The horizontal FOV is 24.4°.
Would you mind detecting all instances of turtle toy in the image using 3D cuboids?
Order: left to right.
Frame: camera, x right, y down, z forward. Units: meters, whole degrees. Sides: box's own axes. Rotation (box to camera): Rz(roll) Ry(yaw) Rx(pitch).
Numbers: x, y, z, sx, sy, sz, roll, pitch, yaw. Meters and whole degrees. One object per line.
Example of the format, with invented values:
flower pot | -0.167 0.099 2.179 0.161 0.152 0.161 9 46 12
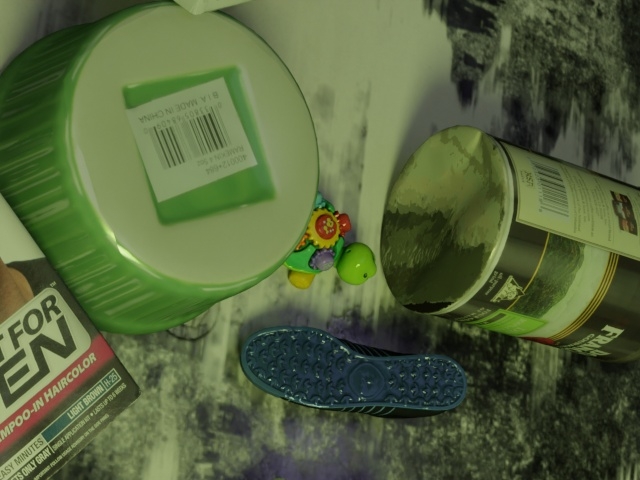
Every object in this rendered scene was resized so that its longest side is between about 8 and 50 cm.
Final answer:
turtle toy | 0.000 0.000 1.502 0.130 0.066 0.095 38 60 -23

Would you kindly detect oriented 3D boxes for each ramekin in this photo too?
ramekin | -0.147 -0.072 1.359 0.303 0.148 0.303 9 75 -34

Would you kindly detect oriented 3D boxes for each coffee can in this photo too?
coffee can | 0.232 0.008 1.585 0.275 0.201 0.201 16 71 -32

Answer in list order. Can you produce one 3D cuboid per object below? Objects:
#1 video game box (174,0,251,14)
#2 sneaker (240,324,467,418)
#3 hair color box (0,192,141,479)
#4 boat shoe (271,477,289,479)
video game box | -0.124 -0.294 1.397 0.205 0.048 0.187 38 33 21
sneaker | 0.026 0.140 1.490 0.232 0.090 0.081 12 73 -11
hair color box | -0.324 0.048 1.233 0.174 0.105 0.347 -43 105 -35
boat shoe | -0.043 0.273 1.398 0.277 0.098 0.096 4 77 -45
